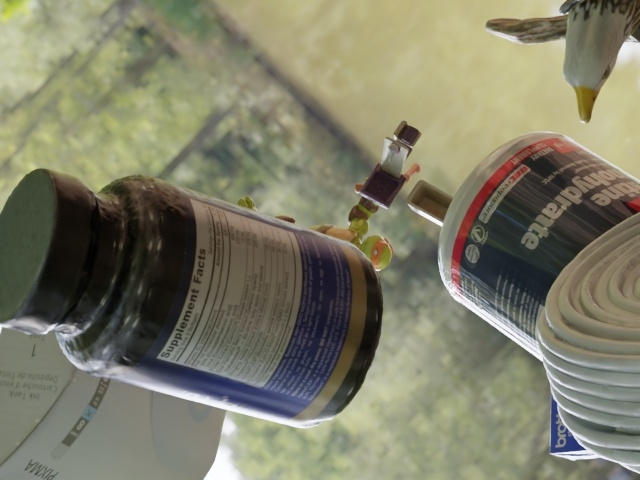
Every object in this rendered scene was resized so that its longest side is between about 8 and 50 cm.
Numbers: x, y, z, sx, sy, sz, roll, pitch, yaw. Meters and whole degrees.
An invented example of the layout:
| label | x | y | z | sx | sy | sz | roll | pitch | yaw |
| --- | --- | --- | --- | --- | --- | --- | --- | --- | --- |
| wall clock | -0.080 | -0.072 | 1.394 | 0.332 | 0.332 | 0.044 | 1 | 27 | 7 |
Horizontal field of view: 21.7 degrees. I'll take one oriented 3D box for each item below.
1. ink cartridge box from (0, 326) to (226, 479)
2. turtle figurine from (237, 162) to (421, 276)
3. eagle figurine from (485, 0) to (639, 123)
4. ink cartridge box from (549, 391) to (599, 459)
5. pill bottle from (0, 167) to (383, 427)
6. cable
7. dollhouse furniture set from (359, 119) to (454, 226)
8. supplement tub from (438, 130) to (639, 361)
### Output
| label | x | y | z | sx | sy | sz | roll | pitch | yaw |
| --- | --- | --- | --- | --- | --- | --- | --- | --- | --- |
| ink cartridge box | -0.191 | 0.203 | 1.455 | 0.091 | 0.385 | 0.308 | 3 | 161 | 20 |
| turtle figurine | 0.000 | 0.000 | 1.926 | 0.217 | 0.269 | 0.087 | 8 | 136 | 23 |
| eagle figurine | 0.169 | -0.185 | 1.015 | 0.298 | 0.226 | 0.225 | 36 | -149 | -57 |
| ink cartridge box | 0.294 | 0.122 | 1.753 | 0.097 | 0.207 | 0.046 | -11 | 158 | 41 |
| pill bottle | -0.082 | 0.032 | 0.997 | 0.219 | 0.123 | 0.123 | 18 | -166 | -30 |
| cable | 0.253 | 0.041 | 0.947 | 0.257 | 0.257 | 0.089 | -1 | 114 | 49 |
| dollhouse furniture set | 0.112 | -0.073 | 1.687 | 0.114 | 0.091 | 0.081 | 30 | 156 | 10 |
| supplement tub | 0.258 | 0.035 | 1.527 | 0.272 | 0.191 | 0.191 | 37 | 176 | 39 |
